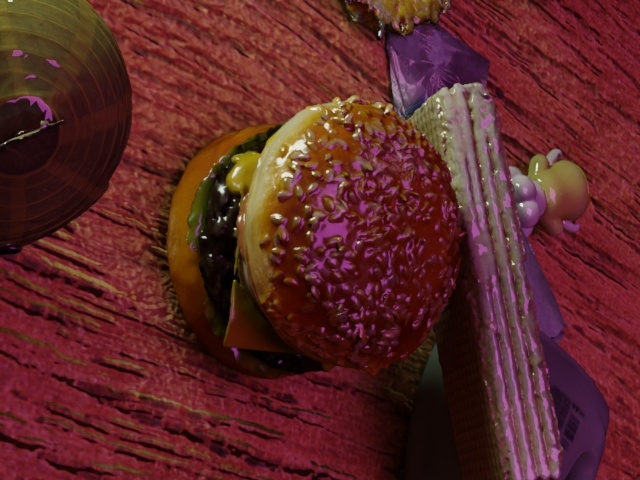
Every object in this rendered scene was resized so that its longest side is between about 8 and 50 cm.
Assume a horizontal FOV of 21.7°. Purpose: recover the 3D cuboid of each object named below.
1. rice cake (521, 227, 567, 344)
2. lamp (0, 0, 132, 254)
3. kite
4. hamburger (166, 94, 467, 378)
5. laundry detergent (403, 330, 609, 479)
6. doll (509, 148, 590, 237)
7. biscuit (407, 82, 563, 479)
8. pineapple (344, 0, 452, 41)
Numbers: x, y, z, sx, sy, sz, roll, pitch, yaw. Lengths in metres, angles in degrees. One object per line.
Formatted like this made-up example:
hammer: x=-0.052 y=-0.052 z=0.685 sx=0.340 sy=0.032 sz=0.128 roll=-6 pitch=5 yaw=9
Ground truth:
rice cake: x=0.198 y=-0.008 z=1.939 sx=0.066 sy=0.063 sz=0.336 roll=-37 pitch=107 yaw=-37
lamp: x=-0.266 y=-0.104 z=1.373 sx=0.250 sy=0.284 sz=0.250 roll=-7 pitch=107 yaw=-25
kite: x=0.121 y=-0.106 z=1.940 sx=0.169 sy=0.015 sz=0.310 roll=22 pitch=68 yaw=-38
hamburger: x=0.000 y=0.000 z=1.659 sx=0.291 sy=0.225 sz=0.291 roll=4 pitch=84 yaw=-43
laundry detergent: x=0.181 y=0.301 z=1.858 sx=0.264 sy=0.124 sz=0.398 roll=41 pitch=59 yaw=-30
doll: x=0.269 y=-0.054 z=2.038 sx=0.162 sy=0.062 sz=0.106 roll=-13 pitch=88 yaw=-45
biscuit: x=0.167 y=0.051 z=1.758 sx=0.078 sy=0.144 sz=0.426 roll=-7 pitch=78 yaw=-18
pineapple: x=0.075 y=-0.319 z=1.903 sx=0.221 sy=0.047 sz=0.221 roll=11 pitch=72 yaw=-38
